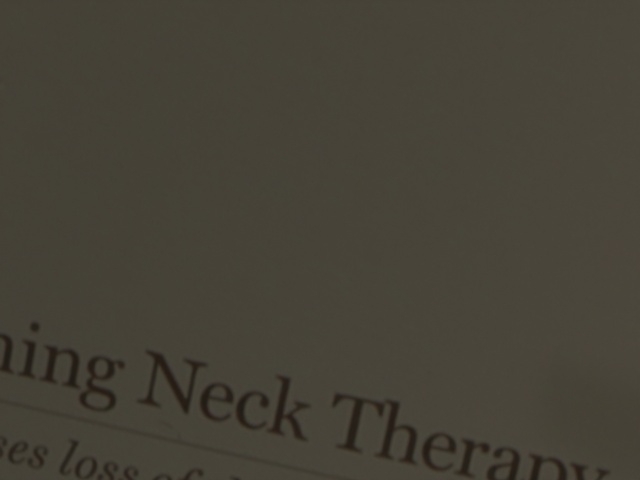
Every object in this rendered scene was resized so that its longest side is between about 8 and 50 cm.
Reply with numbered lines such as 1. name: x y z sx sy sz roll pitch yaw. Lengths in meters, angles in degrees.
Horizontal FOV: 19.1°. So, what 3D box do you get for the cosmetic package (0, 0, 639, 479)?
1. cosmetic package: 0.000 0.000 0.746 0.327 0.329 0.394 -63 -15 -79
